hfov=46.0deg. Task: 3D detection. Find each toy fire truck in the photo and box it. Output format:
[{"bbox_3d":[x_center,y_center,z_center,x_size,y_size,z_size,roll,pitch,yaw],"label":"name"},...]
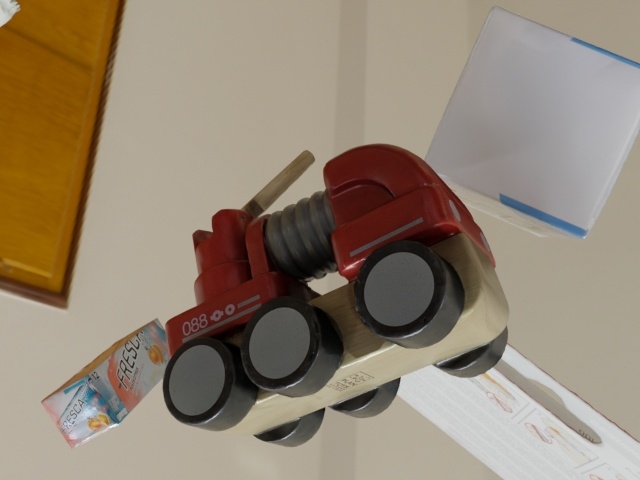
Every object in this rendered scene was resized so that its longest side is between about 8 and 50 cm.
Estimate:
[{"bbox_3d":[0.000,0.000,0.540,0.217,0.158,0.247,-27,-121,20],"label":"toy fire truck"}]

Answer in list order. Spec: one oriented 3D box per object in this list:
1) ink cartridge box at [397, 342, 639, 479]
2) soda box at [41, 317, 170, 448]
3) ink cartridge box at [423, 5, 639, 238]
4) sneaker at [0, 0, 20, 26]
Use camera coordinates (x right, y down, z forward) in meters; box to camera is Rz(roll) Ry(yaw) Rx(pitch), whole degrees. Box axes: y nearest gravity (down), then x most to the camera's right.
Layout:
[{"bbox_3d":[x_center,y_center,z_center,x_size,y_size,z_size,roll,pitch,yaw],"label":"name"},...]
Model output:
[{"bbox_3d":[0.213,0.164,0.780,0.308,0.385,0.091,38,-109,16],"label":"ink cartridge box"},{"bbox_3d":[-0.213,0.144,0.795,0.063,0.058,0.183,-29,-174,13],"label":"soda box"},{"bbox_3d":[0.249,-0.129,0.935,0.198,0.270,0.197,24,-87,6],"label":"ink cartridge box"},{"bbox_3d":[-0.248,-0.116,0.225,0.146,0.293,0.102,-49,-132,-1],"label":"sneaker"}]
